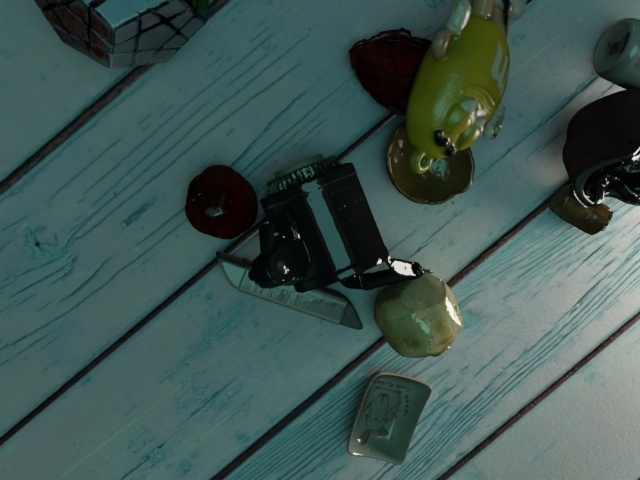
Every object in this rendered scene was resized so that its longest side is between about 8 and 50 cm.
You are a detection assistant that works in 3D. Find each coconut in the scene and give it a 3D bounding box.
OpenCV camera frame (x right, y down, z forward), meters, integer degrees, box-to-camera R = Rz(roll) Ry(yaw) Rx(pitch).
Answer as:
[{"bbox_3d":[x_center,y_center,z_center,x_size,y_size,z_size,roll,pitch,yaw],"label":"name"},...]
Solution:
[{"bbox_3d":[0.216,0.171,1.529,0.194,0.194,0.194,-3,104,-10],"label":"coconut"}]

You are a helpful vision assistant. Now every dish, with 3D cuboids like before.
[{"bbox_3d":[0.151,0.399,1.623,0.151,0.077,0.213,16,100,-16],"label":"dish"}]

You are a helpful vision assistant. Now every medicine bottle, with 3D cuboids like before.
[{"bbox_3d":[0.713,-0.378,1.507,0.215,0.135,0.135,19,99,-15],"label":"medicine bottle"}]

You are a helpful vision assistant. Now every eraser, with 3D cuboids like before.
[{"bbox_3d":[-0.064,0.110,1.504,0.351,0.089,0.061,20,97,-16],"label":"eraser"}]

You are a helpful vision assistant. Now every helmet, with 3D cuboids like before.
[{"bbox_3d":[0.673,-0.210,1.493,0.338,0.271,0.197,-11,62,-6],"label":"helmet"}]

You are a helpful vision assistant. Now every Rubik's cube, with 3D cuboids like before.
[{"bbox_3d":[-0.343,-0.459,1.217,0.318,0.264,0.319,-3,104,-10],"label":"Rubik's cube"}]

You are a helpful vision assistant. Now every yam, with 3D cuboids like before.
[{"bbox_3d":[0.588,-0.071,1.589,0.127,0.084,0.084,30,97,-12],"label":"yam"}]

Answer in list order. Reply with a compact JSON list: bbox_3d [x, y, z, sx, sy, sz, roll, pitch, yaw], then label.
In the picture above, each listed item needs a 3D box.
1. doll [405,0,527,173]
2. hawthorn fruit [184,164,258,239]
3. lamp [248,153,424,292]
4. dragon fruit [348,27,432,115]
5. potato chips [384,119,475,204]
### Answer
[{"bbox_3d":[0.305,-0.351,1.379,0.348,0.161,0.423,-15,117,-47],"label":"doll"},{"bbox_3d":[-0.192,-0.070,1.420,0.172,0.148,0.148,31,97,-44],"label":"hawthorn fruit"},{"bbox_3d":[0.013,-0.037,1.412,0.374,0.205,0.272,0,78,-44],"label":"lamp"},{"bbox_3d":[0.141,-0.354,1.440,0.161,0.127,0.121,26,56,8],"label":"dragon fruit"},{"bbox_3d":[0.233,-0.176,1.504,0.208,0.062,0.195,14,104,-14],"label":"potato chips"}]
